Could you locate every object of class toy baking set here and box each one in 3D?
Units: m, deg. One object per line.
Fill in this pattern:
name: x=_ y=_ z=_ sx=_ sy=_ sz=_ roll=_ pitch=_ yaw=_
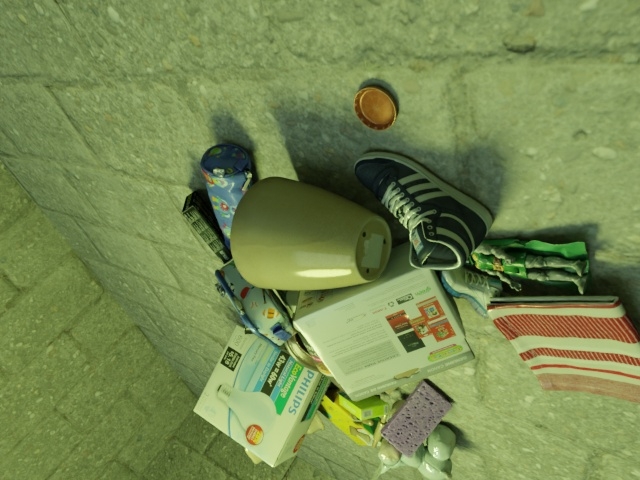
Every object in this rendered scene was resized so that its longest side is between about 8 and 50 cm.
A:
toy baking set: x=0.171 y=0.640 z=1.642 sx=0.197 sy=0.030 sz=0.256 roll=43 pitch=128 yaw=56

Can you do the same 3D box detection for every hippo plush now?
hippo plush: x=0.316 y=0.694 z=1.474 sx=0.237 sy=0.294 sz=0.234 roll=16 pitch=173 yaw=15

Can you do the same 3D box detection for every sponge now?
sponge: x=0.290 y=0.542 z=1.375 sx=0.117 sy=0.210 sz=0.031 roll=40 pitch=180 yaw=-3

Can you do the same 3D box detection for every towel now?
towel: x=0.498 y=0.216 z=0.884 sx=0.237 sy=0.037 sz=0.329 roll=-9 pitch=133 yaw=46

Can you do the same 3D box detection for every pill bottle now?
pill bottle: x=0.014 y=0.245 z=1.309 sx=0.162 sy=0.162 sz=0.278 roll=3 pitch=129 yaw=42

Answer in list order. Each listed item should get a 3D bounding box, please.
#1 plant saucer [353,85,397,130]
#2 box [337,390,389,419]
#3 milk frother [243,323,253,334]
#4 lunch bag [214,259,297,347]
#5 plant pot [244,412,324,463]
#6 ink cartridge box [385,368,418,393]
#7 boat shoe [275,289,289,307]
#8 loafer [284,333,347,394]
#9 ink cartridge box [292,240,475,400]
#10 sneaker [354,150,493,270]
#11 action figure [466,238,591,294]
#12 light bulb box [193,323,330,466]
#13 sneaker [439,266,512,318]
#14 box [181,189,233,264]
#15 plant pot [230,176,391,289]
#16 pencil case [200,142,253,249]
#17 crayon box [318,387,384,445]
plant saucer: x=0.098 y=-0.234 z=0.801 sx=0.083 sy=0.013 sz=0.083 roll=26 pitch=144 yaw=20
box: x=0.140 y=0.551 z=1.537 sx=0.178 sy=0.109 sz=0.042 roll=179 pitch=89 yaw=-67
milk frother: x=-0.198 y=0.251 z=1.593 sx=0.135 sy=0.129 sz=0.143 roll=-1 pitch=105 yaw=-2
lunch bag: x=-0.173 y=0.182 z=1.271 sx=0.243 sy=0.115 sz=0.303 roll=53 pitch=175 yaw=23
plant pot: x=-0.202 y=0.736 z=1.879 sx=0.334 sy=0.305 sz=0.334 roll=50 pitch=161 yaw=23
ink cartridge box: x=0.149 y=0.258 z=1.163 sx=0.235 sy=0.088 sz=0.193 roll=35 pitch=112 yaw=-12
boat shoe: x=-0.104 y=0.132 z=1.354 sx=0.084 sy=0.095 sz=0.258 roll=11 pitch=137 yaw=29
loafer: x=0.041 y=0.372 z=1.495 sx=0.366 sy=0.134 sz=0.130 roll=37 pitch=128 yaw=-15
ink cartridge box: x=0.142 y=0.183 z=1.006 sx=0.309 sy=0.130 sz=0.272 roll=-24 pitch=113 yaw=17
sneaker: x=0.162 y=-0.053 z=0.827 sx=0.282 sy=0.153 sz=0.099 roll=31 pitch=145 yaw=13
action figure: x=0.362 y=0.043 z=0.840 sx=0.232 sy=0.063 sz=0.137 roll=9 pitch=140 yaw=42
light bulb box: x=-0.195 y=0.546 z=1.651 sx=0.361 sy=0.358 sz=0.225 roll=24 pitch=175 yaw=21
sneaker: x=0.320 y=0.088 z=0.920 sx=0.191 sy=0.071 sz=0.083 roll=32 pitch=138 yaw=-25
box: x=-0.323 y=-0.042 z=1.317 sx=0.190 sy=0.045 sz=0.184 roll=56 pitch=-177 yaw=-24
plant pot: x=0.000 y=0.000 z=0.945 sx=0.274 sy=0.256 sz=0.256 roll=9 pitch=137 yaw=39
pencil case: x=-0.213 y=-0.100 z=1.161 sx=0.133 sy=0.119 sz=0.306 roll=21 pitch=143 yaw=22
crayon box: x=0.108 y=0.704 z=1.842 sx=0.318 sy=0.081 sz=0.202 roll=42 pitch=147 yaw=-6
